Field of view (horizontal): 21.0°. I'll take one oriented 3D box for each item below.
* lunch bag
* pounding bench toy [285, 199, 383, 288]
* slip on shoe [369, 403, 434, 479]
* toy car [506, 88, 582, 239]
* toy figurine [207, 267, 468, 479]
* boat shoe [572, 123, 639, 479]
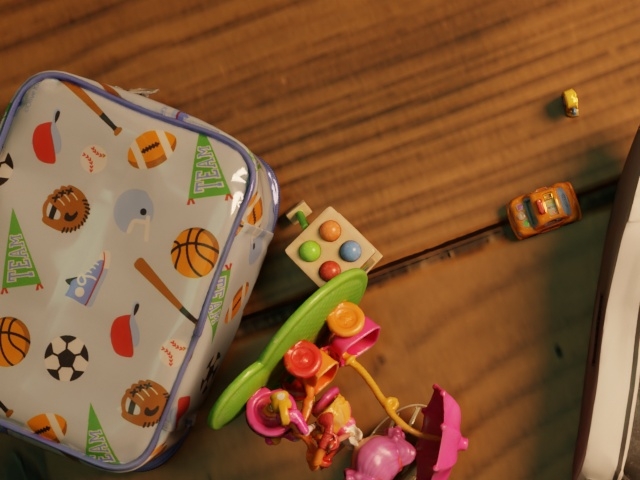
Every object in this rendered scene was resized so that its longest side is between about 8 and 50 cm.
[{"bbox_3d":[-0.181,0.019,1.380,0.243,0.115,0.303,21,88,12],"label":"lunch bag"},{"bbox_3d":[0.000,0.000,1.377,0.052,0.065,0.083,-45,80,2],"label":"pounding bench toy"},{"bbox_3d":[0.052,0.192,1.365,0.051,0.041,0.135,22,69,19],"label":"slip on shoe"},{"bbox_3d":[0.176,-0.063,1.371,0.060,0.040,0.122,-1,85,8],"label":"toy car"},{"bbox_3d":[0.029,0.133,1.309,0.159,0.130,0.173,42,65,16],"label":"toy figurine"},{"bbox_3d":[0.267,0.045,1.312,0.105,0.113,0.306,9,88,3],"label":"boat shoe"}]
